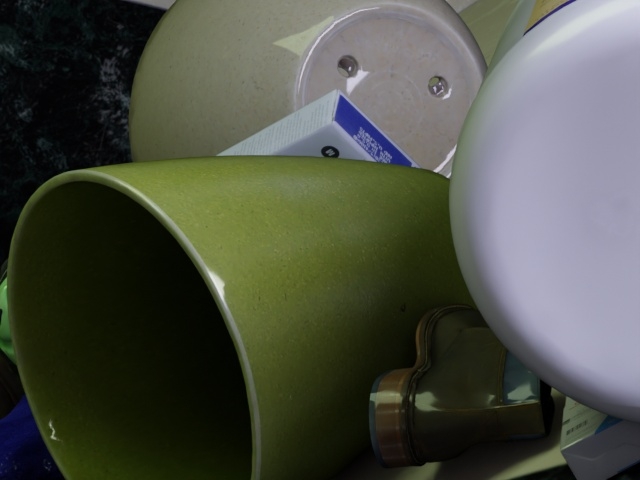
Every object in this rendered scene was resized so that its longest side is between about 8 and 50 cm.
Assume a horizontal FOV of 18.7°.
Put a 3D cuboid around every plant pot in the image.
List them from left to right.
[{"bbox_3d":[-0.022,0.047,1.372,0.293,0.274,0.275,-20,0,-38],"label":"plant pot"}]

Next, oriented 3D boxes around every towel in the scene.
[{"bbox_3d":[-0.260,0.183,1.901,0.228,0.076,0.308,-27,11,32],"label":"towel"}]

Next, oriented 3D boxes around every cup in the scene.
[{"bbox_3d":[0.020,-0.107,1.687,0.331,0.331,0.237,-35,9,-15],"label":"cup"}]

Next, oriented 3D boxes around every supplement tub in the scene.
[{"bbox_3d":[0.208,-0.057,1.118,0.241,0.241,0.331,-29,10,18],"label":"supplement tub"}]

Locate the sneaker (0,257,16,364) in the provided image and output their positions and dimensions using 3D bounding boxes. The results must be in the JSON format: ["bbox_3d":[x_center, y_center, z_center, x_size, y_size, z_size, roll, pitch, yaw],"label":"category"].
[{"bbox_3d":[-0.115,-0.028,1.954,0.483,0.185,0.202,-21,23,-14],"label":"sneaker"}]

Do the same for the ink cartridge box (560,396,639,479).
[{"bbox_3d":[0.162,0.102,1.092,0.048,0.028,0.083,-29,10,16],"label":"ink cartridge box"}]

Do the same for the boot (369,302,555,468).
[{"bbox_3d":[0.112,0.091,1.257,0.106,0.082,0.219,-5,15,20],"label":"boot"}]

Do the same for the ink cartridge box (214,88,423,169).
[{"bbox_3d":[0.000,0.000,1.574,0.224,0.223,0.045,-26,36,36],"label":"ink cartridge box"}]

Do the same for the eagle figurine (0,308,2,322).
[{"bbox_3d":[-0.333,0.199,1.635,0.226,0.298,0.225,-1,-54,-33],"label":"eagle figurine"}]

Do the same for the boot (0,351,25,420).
[{"bbox_3d":[-0.434,0.226,2.055,0.269,0.089,0.236,-33,-27,-16],"label":"boot"}]

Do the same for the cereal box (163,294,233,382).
[{"bbox_3d":[-0.089,0.078,1.584,0.047,0.173,0.240,-36,8,10],"label":"cereal box"}]
